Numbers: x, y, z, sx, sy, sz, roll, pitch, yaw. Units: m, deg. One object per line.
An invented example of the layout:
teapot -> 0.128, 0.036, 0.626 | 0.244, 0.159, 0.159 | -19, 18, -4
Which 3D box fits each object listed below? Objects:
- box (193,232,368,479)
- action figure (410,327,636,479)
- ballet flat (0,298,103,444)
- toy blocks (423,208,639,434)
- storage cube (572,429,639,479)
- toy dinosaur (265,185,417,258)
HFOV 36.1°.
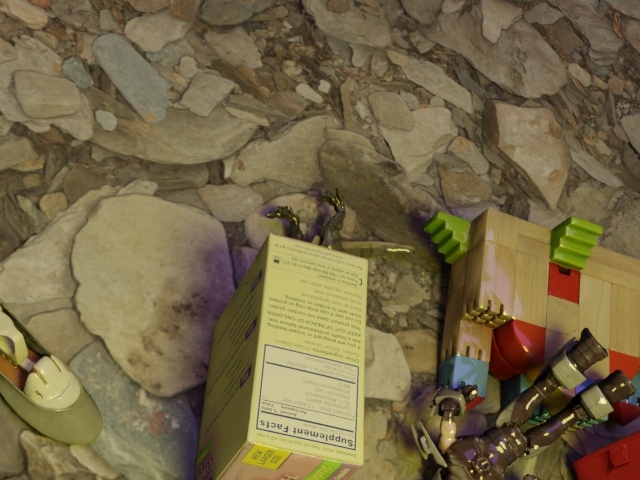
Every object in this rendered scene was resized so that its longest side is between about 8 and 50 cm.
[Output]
box -> -0.044, 0.157, 1.051 | 0.117, 0.213, 0.243 | 16, 51, -15
action figure -> 0.230, 0.229, 1.156 | 0.285, 0.099, 0.185 | -36, 94, 0
ballet flat -> -0.312, 0.131, 1.034 | 0.213, 0.068, 0.072 | 42, 50, 5
toy blocks -> 0.313, 0.130, 1.295 | 0.382, 0.191, 0.260 | 17, 63, -14
storage cube -> 0.456, 0.324, 1.185 | 0.184, 0.215, 0.193 | -1, 64, -28
toy dinosaur -> 0.000, 0.000, 1.288 | 0.268, 0.064, 0.118 | -16, 80, -35
